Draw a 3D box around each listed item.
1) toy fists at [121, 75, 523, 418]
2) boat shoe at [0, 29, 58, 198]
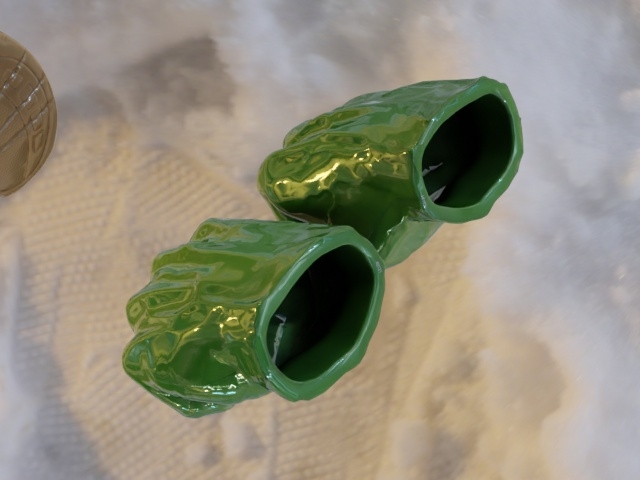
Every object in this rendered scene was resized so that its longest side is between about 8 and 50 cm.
[{"bbox_3d":[0.000,0.000,0.922,0.142,0.279,0.096,3,131,46],"label":"toy fists"},{"bbox_3d":[-0.162,-0.075,0.630,0.059,0.170,0.063,35,78,27],"label":"boat shoe"}]
